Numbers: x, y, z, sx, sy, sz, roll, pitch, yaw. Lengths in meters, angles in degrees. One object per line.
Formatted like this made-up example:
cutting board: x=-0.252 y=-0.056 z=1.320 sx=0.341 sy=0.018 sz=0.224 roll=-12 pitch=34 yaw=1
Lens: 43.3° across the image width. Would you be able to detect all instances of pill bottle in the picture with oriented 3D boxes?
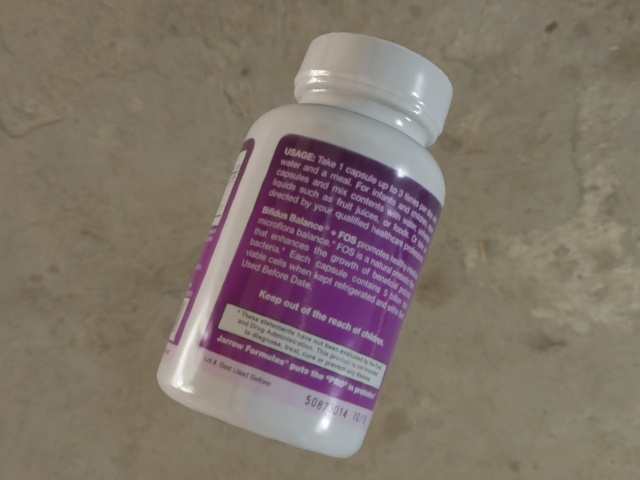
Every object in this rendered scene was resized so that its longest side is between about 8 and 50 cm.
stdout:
pill bottle: x=0.000 y=0.000 z=0.635 sx=0.169 sy=0.169 sz=0.301 roll=21 pitch=81 yaw=-2
